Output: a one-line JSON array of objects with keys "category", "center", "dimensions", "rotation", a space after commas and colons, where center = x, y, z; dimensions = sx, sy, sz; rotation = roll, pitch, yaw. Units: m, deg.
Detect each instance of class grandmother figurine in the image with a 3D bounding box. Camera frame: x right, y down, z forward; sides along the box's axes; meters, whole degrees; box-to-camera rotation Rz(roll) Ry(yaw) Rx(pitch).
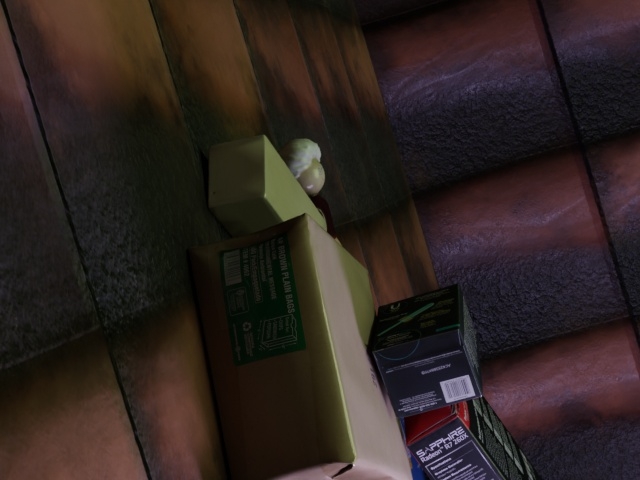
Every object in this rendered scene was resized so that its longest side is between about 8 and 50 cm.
[{"category": "grandmother figurine", "center": [0.000, 0.000, 2.168], "dimensions": [0.208, 0.104, 0.343], "rotation": [-82, 157, -82]}]

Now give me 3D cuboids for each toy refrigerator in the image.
[{"category": "toy refrigerator", "center": [-0.075, -0.035, 1.888], "dimensions": [0.269, 0.094, 0.102], "rotation": [53, 31, -58]}]

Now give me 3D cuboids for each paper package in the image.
[{"category": "paper package", "center": [-0.018, 0.170, 1.686], "dimensions": [0.309, 0.168, 0.325], "rotation": [45, 32, -67]}]

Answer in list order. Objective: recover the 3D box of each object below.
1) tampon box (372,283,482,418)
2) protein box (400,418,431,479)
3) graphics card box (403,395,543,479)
[{"category": "tampon box", "center": [0.143, 0.145, 1.755], "dimensions": [0.161, 0.120, 0.102], "rotation": [-74, 146, -70]}, {"category": "protein box", "center": [0.065, 0.306, 1.949], "dimensions": [0.200, 0.135, 0.201], "rotation": [-5, 79, -78]}, {"category": "graphics card box", "center": [0.248, 0.348, 1.885], "dimensions": [0.371, 0.094, 0.233], "rotation": [53, 12, -17]}]
